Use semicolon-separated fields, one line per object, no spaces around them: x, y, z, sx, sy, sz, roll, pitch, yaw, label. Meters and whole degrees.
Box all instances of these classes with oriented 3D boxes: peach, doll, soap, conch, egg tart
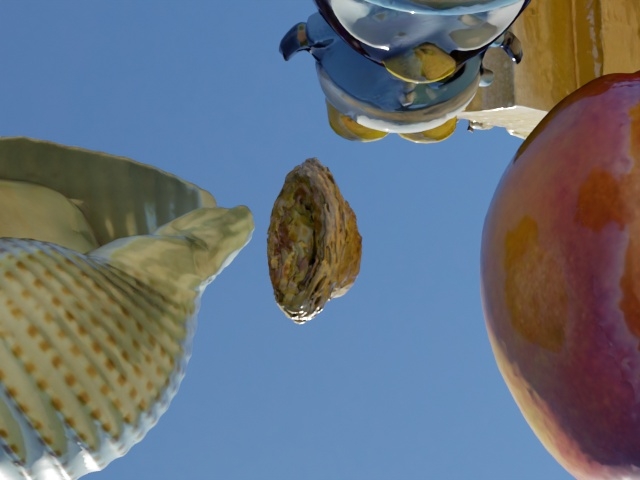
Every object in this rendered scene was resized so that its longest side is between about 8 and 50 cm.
0.261;0.041;1.315;0.308;0.308;0.332;36;-141;-41;peach
0.063;-0.169;1.089;0.314;0.177;0.141;97;172;-57;doll
0.201;-0.235;1.583;0.259;0.143;0.281;4;-96;-49;soap
-0.223;0.059;1.426;0.319;0.215;0.303;-11;-137;-40;conch
0.000;0.000;1.352;0.049;0.129;0.129;6;-110;-23;egg tart
